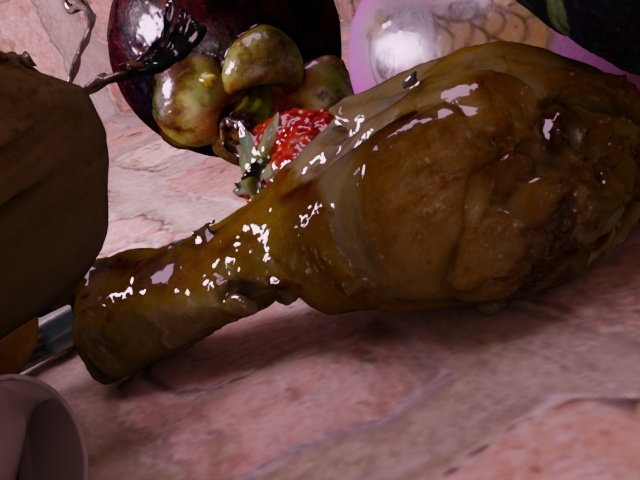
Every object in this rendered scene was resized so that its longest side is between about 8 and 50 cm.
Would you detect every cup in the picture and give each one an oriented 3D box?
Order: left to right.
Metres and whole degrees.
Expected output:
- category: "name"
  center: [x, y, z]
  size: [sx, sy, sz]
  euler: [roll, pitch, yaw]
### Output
- category: "cup"
  center: [-0.207, 0.124, 0.426]
  size: [0.133, 0.099, 0.136]
  euler: [-10, 0, 28]

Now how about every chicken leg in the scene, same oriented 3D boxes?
- category: "chicken leg"
  center: [0.000, 0.000, 0.559]
  size: [0.429, 0.153, 0.201]
  euler: [-22, 4, 21]

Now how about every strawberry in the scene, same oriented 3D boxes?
- category: "strawberry"
  center: [0.010, -0.051, 0.690]
  size: [0.148, 0.131, 0.131]
  euler: [-23, 18, -13]

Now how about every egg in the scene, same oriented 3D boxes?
- category: "egg"
  center: [0.149, -0.144, 0.690]
  size: [0.271, 0.196, 0.196]
  euler: [3, 27, 30]

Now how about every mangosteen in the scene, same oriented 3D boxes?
- category: "mangosteen"
  center: [-0.111, -0.247, 1.132]
  size: [0.329, 0.330, 0.330]
  euler: [-18, 18, 6]

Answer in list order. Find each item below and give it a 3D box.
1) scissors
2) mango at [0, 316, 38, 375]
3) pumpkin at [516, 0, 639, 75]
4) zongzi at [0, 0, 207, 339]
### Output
- category: "scissors"
  center: [-0.201, 0.064, 0.714]
  size: [0.289, 0.041, 0.138]
  euler: [-29, 16, -34]
- category: "mango"
  center: [-0.369, 0.081, 0.569]
  size: [0.383, 0.199, 0.222]
  euler: [-13, 62, 12]
- category: "pumpkin"
  center: [0.230, -0.218, 0.480]
  size: [0.323, 0.241, 0.323]
  euler: [6, 46, -6]
- category: "zongzi"
  center: [-0.173, 0.024, 0.344]
  size: [0.446, 0.182, 0.418]
  euler: [-15, 33, -33]
